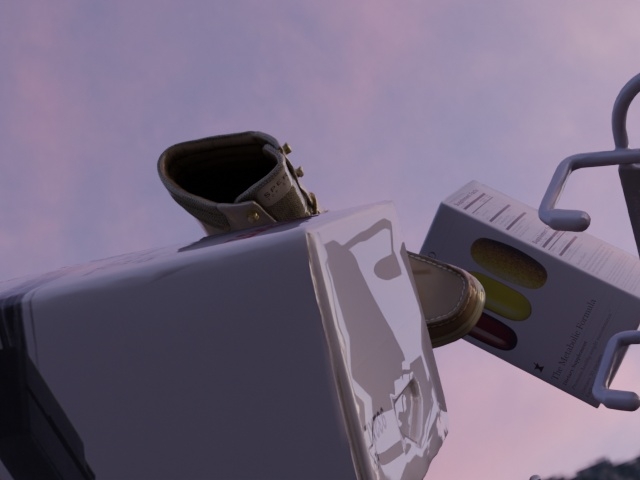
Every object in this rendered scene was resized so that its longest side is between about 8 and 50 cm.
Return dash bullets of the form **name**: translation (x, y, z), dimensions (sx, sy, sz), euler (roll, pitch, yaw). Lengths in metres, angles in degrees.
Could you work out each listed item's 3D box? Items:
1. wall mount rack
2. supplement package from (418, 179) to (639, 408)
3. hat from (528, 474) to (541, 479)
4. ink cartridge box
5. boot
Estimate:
- **wall mount rack**: translation (0.347, 0.033, 1.051), dimensions (0.304, 0.130, 0.350), euler (-2, -52, 29)
- **supplement package**: translation (0.232, 0.053, 1.464), dimensions (0.134, 0.244, 0.139), euler (-31, -35, -64)
- **hat**: translation (0.353, 0.383, 1.452), dimensions (0.134, 0.331, 0.331), euler (-31, -41, 10)
- **ink cartridge box**: translation (-0.111, 0.077, 0.633), dimensions (0.307, 0.129, 0.223), euler (-12, 2, 13)
- **boot**: translation (0.000, 0.000, 0.928), dimensions (0.213, 0.077, 0.165), euler (11, -30, 26)
